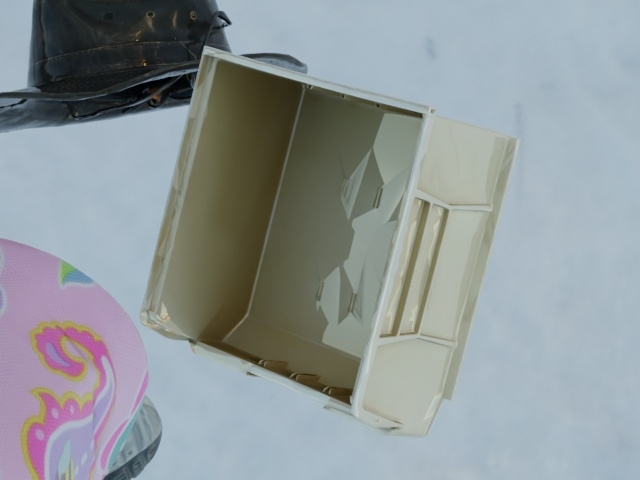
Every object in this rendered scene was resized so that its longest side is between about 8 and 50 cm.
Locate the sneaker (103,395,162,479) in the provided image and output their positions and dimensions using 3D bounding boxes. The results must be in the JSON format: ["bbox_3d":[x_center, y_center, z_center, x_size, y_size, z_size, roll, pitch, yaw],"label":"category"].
[{"bbox_3d":[-0.263,0.151,1.512,0.297,0.129,0.111,-8,105,10],"label":"sneaker"}]

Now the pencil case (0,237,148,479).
[{"bbox_3d":[-0.135,0.122,0.568,0.124,0.284,0.124,5,130,6],"label":"pencil case"}]

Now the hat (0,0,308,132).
[{"bbox_3d":[-0.181,-0.188,1.813,0.331,0.331,0.134,-9,90,20],"label":"hat"}]

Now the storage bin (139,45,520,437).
[{"bbox_3d":[0.000,0.000,1.609,0.262,0.123,0.260,19,97,43],"label":"storage bin"}]
